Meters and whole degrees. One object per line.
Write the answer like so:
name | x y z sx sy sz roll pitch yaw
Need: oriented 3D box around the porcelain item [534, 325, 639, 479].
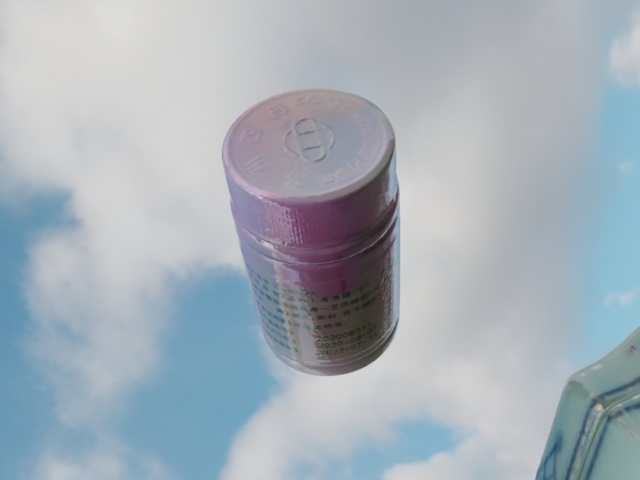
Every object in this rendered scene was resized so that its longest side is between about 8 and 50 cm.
porcelain item | 0.299 0.205 0.534 0.281 0.157 0.286 5 -71 -15

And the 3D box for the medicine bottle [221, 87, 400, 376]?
medicine bottle | 0.000 0.000 0.699 0.152 0.152 0.254 -39 -35 -26
